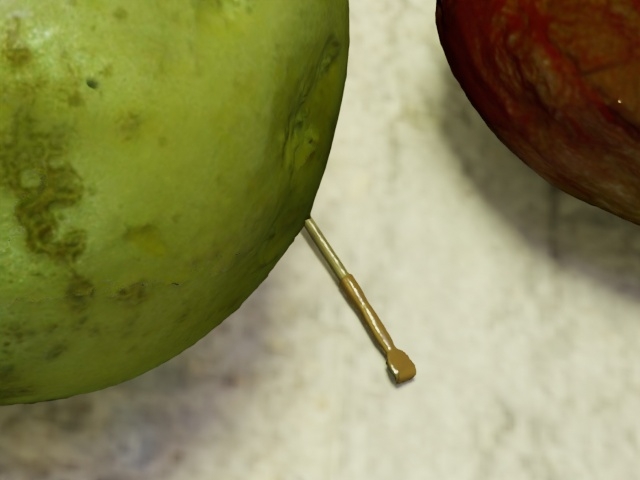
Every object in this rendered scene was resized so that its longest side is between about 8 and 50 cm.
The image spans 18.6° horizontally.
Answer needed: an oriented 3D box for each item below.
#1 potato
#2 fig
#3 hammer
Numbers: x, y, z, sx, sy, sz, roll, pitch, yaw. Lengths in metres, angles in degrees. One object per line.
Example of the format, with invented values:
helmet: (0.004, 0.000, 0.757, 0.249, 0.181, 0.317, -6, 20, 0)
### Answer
potato: (-0.140, -0.056, 0.583, 0.304, 0.216, 0.216, 7, 56, -19)
fig: (0.186, -0.063, 0.716, 0.290, 0.191, 0.191, 35, 55, 7)
hammer: (0.000, 0.000, 0.712, 0.029, 0.014, 0.123, -25, 71, -20)
